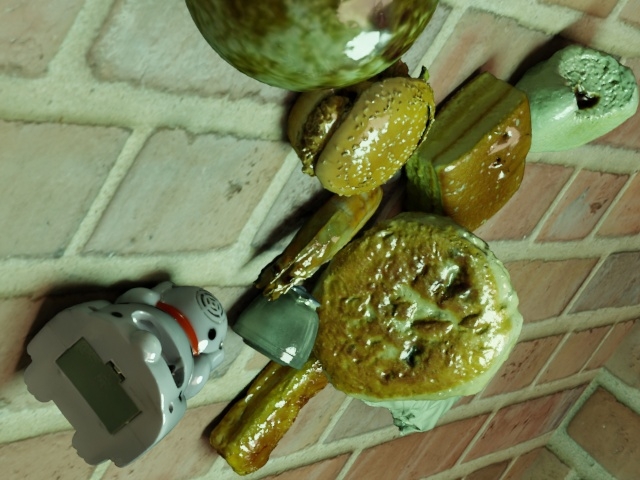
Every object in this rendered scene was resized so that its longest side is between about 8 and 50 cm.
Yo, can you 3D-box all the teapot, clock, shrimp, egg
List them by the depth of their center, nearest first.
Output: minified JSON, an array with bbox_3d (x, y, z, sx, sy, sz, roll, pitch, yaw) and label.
[{"bbox_3d":[0.004,-0.263,1.302,0.289,0.238,0.238,-38,155,-42],"label":"egg"},{"bbox_3d":[-0.200,0.128,1.656,0.189,0.189,0.254,-61,169,24],"label":"clock"},{"bbox_3d":[0.000,0.000,1.913,0.249,0.068,0.150,-37,160,-37],"label":"shrimp"},{"bbox_3d":[-0.043,0.114,1.949,0.108,0.111,0.149,-58,154,-3],"label":"teapot"}]

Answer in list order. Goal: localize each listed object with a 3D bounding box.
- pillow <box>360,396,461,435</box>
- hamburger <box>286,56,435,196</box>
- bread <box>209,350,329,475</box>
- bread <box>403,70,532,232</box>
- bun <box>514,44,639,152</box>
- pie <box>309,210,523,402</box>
[{"bbox_3d":[0.189,0.182,2.426,0.310,0.138,0.283,-49,148,-6],"label":"pillow"},{"bbox_3d":[0.048,-0.142,1.718,0.191,0.118,0.182,3,121,-56],"label":"hamburger"},{"bbox_3d":[-0.052,0.237,2.158,0.271,0.077,0.139,-47,160,-12],"label":"bread"},{"bbox_3d":[0.215,-0.108,2.063,0.184,0.110,0.234,-41,156,-17],"label":"bread"},{"bbox_3d":[0.373,-0.219,2.153,0.204,0.126,0.212,-32,161,31],"label":"bun"},{"bbox_3d":[0.130,0.102,2.025,0.315,0.315,0.092,-59,-176,21],"label":"pie"}]
